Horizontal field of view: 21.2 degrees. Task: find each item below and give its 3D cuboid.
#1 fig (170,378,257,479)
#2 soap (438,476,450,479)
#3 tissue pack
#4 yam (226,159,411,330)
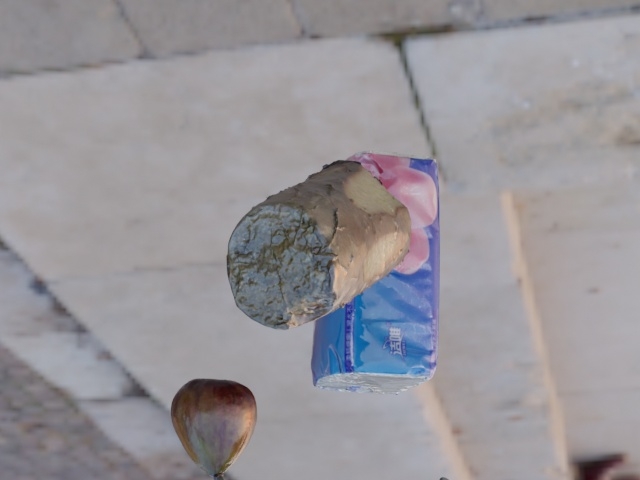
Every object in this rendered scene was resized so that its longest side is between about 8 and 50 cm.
[{"bbox_3d":[-0.108,0.203,1.721,0.089,0.125,0.089,-1,158,0],"label":"fig"},{"bbox_3d":[0.150,0.515,1.751,0.350,0.435,0.213,23,-159,19],"label":"soap"},{"bbox_3d":[0.062,0.045,2.052,0.137,0.269,0.209,3,170,-8],"label":"tissue pack"},{"bbox_3d":[-0.001,0.002,1.707,0.129,0.128,0.238,11,-164,21],"label":"yam"}]
